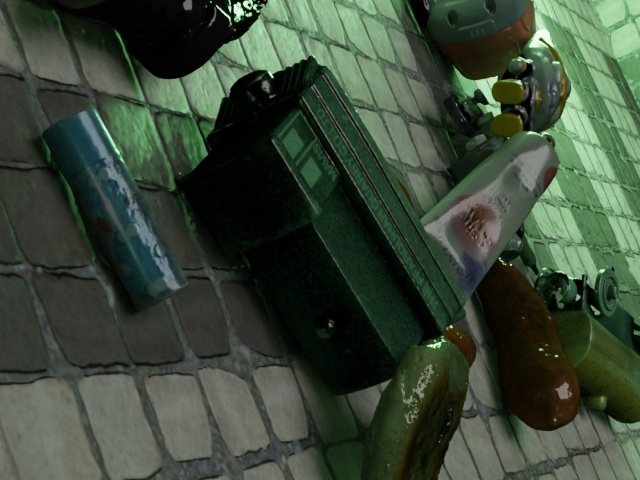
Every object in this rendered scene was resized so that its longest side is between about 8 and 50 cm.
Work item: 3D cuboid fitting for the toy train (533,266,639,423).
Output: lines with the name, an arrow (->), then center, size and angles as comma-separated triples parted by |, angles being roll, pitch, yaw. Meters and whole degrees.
toy train -> 0.390, 0.152, 1.981 | 0.307, 0.126, 0.189 | 34, 68, -49

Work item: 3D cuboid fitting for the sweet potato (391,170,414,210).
sweet potato -> 0.078, -0.034, 1.567 | 0.202, 0.058, 0.055 | 64, 2, 5

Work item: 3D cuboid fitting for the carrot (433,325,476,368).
carrot -> 0.115, 0.118, 1.477 | 0.186, 0.060, 0.060 | 10, 55, -60

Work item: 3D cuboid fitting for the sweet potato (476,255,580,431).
sweet potato -> 0.254, 0.125, 1.730 | 0.097, 0.097, 0.292 | 39, 24, -43

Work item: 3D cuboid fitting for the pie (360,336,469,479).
pie -> 0.090, 0.176, 1.256 | 0.187, 0.041, 0.187 | -43, 142, -48

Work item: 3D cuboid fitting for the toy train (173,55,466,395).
toy train -> 0.000, 0.000, 1.282 | 0.330, 0.138, 0.178 | 59, 32, -15

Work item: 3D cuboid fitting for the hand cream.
hand cream -> 0.222, -0.047, 1.770 | 0.124, 0.078, 0.340 | 57, 46, -14

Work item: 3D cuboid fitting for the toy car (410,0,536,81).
toy car -> 0.258, -0.377, 2.187 | 0.270, 0.180, 0.212 | -88, 156, -44

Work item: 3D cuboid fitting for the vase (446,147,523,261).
vase -> 0.230, -0.043, 1.876 | 0.081, 0.081, 0.148 | 23, 49, -57

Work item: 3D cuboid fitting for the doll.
doll -> 0.307, -0.221, 2.016 | 0.145, 0.103, 0.316 | 67, 25, -6

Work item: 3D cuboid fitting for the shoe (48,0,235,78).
shoe -> -0.151, -0.206, 1.214 | 0.137, 0.114, 0.291 | 66, 19, -5

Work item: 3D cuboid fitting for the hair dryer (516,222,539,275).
hair dryer -> 0.289, 0.004, 2.004 | 0.071, 0.047, 0.150 | -88, 154, -47

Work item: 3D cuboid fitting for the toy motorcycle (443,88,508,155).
toy motorcycle -> 0.242, -0.135, 2.002 | 0.151, 0.074, 0.229 | 62, 13, 17

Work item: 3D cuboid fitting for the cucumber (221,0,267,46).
cucumber -> -0.097, -0.229, 1.422 | 0.053, 0.053, 0.181 | 59, 21, -8

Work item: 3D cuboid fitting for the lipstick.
lipstick -> -0.158, -0.023, 1.065 | 0.158, 0.048, 0.048 | 62, 23, -2
